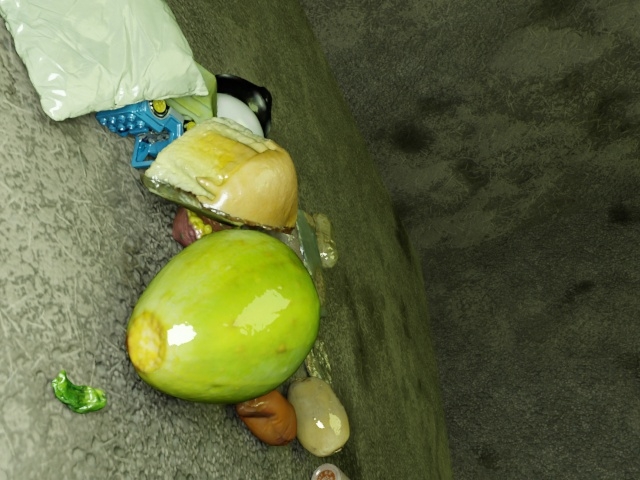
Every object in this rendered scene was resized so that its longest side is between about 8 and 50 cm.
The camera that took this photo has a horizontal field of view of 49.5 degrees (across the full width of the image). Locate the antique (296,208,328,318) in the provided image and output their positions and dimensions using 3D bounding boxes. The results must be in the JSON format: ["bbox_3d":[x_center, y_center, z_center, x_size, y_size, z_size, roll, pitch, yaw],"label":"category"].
[{"bbox_3d":[-0.068,0.068,1.563,0.150,0.125,0.284,36,38,-63],"label":"antique"}]

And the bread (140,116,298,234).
[{"bbox_3d":[-0.130,-0.098,1.130,0.204,0.163,0.262,31,11,19],"label":"bread"}]

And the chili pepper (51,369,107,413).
[{"bbox_3d":[-0.294,0.186,0.840,0.030,0.034,0.091,41,-6,39],"label":"chili pepper"}]

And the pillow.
[{"bbox_3d":[-0.321,-0.322,1.016,0.280,0.076,0.275,-23,87,-46],"label":"pillow"}]

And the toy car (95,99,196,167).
[{"bbox_3d":[-0.280,-0.176,1.139,0.191,0.097,0.100,37,59,-52],"label":"toy car"}]

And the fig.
[{"bbox_3d":[-0.150,0.122,1.027,0.326,0.258,0.258,-22,94,-57],"label":"fig"}]

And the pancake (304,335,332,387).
[{"bbox_3d":[-0.005,0.303,1.703,0.151,0.025,0.152,-17,90,-75],"label":"pancake"}]

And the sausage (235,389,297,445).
[{"bbox_3d":[-0.096,0.316,1.263,0.179,0.089,0.089,62,17,-49],"label":"sausage"}]

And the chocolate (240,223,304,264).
[{"bbox_3d":[-0.125,-0.003,1.431,0.083,0.161,0.262,18,48,-48],"label":"chocolate"}]

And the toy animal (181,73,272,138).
[{"bbox_3d":[-0.191,-0.221,1.393,0.187,0.165,0.235,56,24,-29],"label":"toy animal"}]

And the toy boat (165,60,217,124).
[{"bbox_3d":[-0.262,-0.285,1.180,0.276,0.084,0.111,40,25,-24],"label":"toy boat"}]

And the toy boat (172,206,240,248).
[{"bbox_3d":[-0.201,-0.042,1.287,0.318,0.099,0.141,-62,134,-73],"label":"toy boat"}]

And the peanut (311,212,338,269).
[{"bbox_3d":[0.000,0.000,1.961,0.093,0.083,0.194,16,43,-29],"label":"peanut"}]

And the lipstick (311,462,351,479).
[{"bbox_3d":[0.062,0.576,1.539,0.254,0.070,0.070,56,22,-43],"label":"lipstick"}]

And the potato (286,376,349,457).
[{"bbox_3d":[-0.008,0.368,1.468,0.178,0.118,0.109,64,-24,25],"label":"potato"}]
